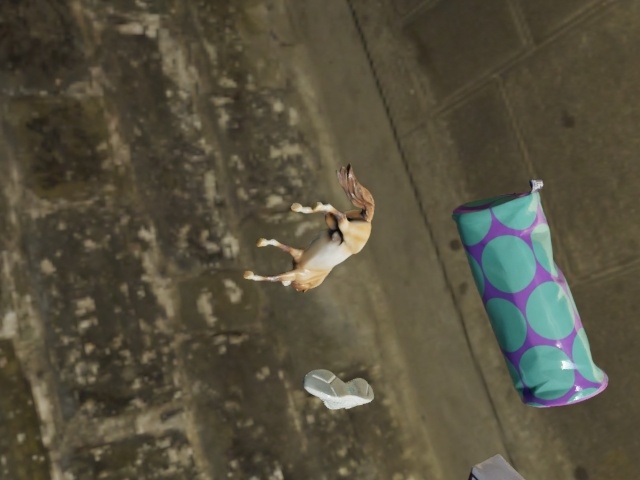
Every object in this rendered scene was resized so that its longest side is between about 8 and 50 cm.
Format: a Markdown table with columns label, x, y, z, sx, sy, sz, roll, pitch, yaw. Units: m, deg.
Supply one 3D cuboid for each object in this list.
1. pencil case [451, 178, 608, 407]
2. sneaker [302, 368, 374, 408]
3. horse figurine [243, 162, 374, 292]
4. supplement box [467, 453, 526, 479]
| label | x | y | z | sx | sy | sz | roll | pitch | yaw |
| --- | --- | --- | --- | --- | --- | --- | --- | --- | --- |
| pencil case | 0.146 | 0.038 | 0.692 | 0.064 | 0.070 | 0.151 | -21 | 88 | 46 |
| sneaker | 0.021 | 0.255 | 1.661 | 0.061 | 0.152 | 0.053 | -38 | 50 | 29 |
| horse figurine | 0.000 | 0.000 | 1.540 | 0.263 | 0.174 | 0.066 | -46 | 50 | 27 |
| supplement box | 0.321 | 0.527 | 1.846 | 0.130 | 0.073 | 0.239 | 43 | 137 | 39 |
